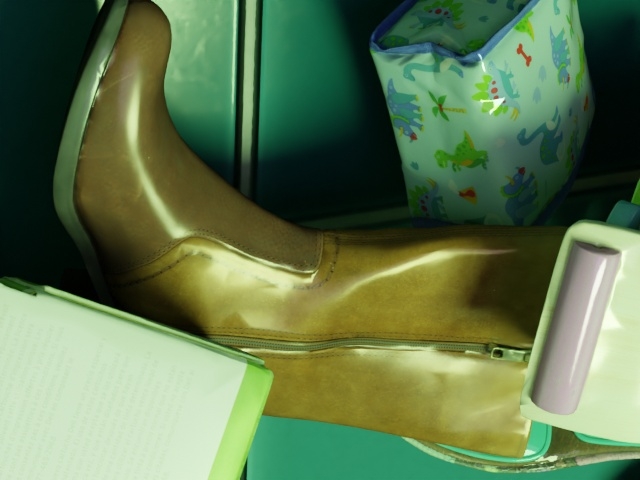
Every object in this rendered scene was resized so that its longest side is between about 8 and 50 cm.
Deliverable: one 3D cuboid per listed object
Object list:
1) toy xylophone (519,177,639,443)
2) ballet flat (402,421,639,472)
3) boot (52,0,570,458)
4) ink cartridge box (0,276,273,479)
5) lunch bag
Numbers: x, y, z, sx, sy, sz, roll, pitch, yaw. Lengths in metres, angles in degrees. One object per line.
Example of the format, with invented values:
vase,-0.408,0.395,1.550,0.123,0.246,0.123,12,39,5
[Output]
toy xylophone,0.212,-0.017,1.103,0.322,0.081,0.236,-24,132,-68
ballet flat,0.149,0.110,1.238,0.221,0.079,0.077,0,80,3
boot,0.000,0.000,1.037,0.280,0.096,0.264,5,116,-2
ink cartridge box,-0.177,0.105,0.949,0.255,0.097,0.189,20,87,-18
lunch bag,0.105,-0.093,1.112,0.151,0.096,0.129,-44,133,-37
